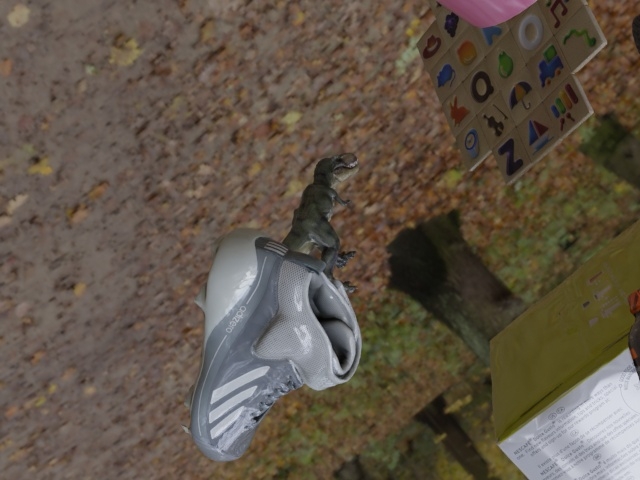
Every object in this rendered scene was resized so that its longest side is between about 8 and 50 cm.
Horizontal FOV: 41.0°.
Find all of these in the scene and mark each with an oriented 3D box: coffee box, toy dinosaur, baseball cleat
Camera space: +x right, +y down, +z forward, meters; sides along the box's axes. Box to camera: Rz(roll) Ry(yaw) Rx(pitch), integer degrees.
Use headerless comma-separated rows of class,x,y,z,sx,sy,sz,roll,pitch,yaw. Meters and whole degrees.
coffee box,0.450,0.198,1.088,0.338,0.334,0.337,-42,-176,17
toy dinosaur,0.000,0.000,1.041,0.064,0.118,0.268,-18,-152,32
baseball cleat,-0.033,0.089,0.557,0.072,0.109,0.206,-51,156,-43

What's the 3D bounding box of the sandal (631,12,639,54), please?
sandal,0.708,-0.309,1.443,0.107,0.446,0.167,-32,130,-4

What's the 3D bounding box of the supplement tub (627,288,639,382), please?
supplement tub,0.342,0.126,0.745,0.117,0.190,0.117,-11,162,-4

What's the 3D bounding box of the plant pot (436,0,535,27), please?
plant pot,0.134,-0.306,0.791,0.201,0.180,0.201,-37,-151,24

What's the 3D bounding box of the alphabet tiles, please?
alphabet tiles,0.238,-0.262,1.140,0.011,0.342,0.285,-4,154,-30
